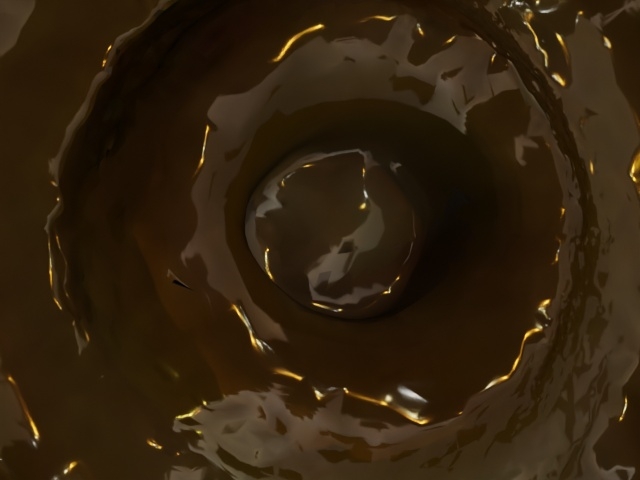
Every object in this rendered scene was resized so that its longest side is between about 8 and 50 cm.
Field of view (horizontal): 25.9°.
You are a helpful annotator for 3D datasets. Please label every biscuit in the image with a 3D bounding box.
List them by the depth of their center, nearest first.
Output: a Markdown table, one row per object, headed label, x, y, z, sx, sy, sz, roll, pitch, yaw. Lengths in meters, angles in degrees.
| label | x | y | z | sx | sy | sz | roll | pitch | yaw |
| --- | --- | --- | --- | --- | --- | --- | --- | --- | --- |
| biscuit | 0.000 | 0.000 | 0.406 | 0.296 | 0.296 | 0.102 | -48 | -174 | -16 |
